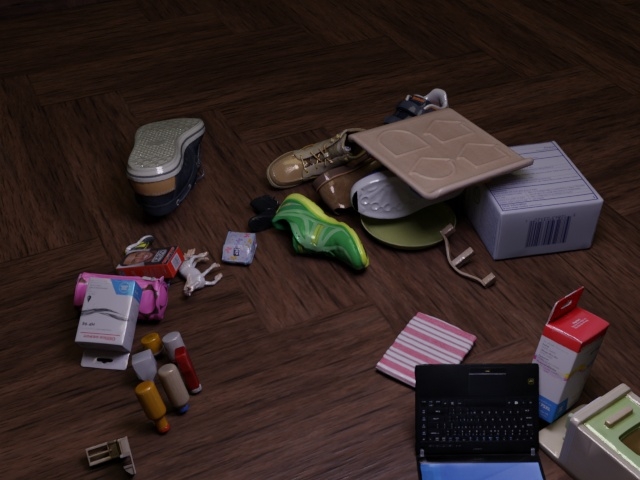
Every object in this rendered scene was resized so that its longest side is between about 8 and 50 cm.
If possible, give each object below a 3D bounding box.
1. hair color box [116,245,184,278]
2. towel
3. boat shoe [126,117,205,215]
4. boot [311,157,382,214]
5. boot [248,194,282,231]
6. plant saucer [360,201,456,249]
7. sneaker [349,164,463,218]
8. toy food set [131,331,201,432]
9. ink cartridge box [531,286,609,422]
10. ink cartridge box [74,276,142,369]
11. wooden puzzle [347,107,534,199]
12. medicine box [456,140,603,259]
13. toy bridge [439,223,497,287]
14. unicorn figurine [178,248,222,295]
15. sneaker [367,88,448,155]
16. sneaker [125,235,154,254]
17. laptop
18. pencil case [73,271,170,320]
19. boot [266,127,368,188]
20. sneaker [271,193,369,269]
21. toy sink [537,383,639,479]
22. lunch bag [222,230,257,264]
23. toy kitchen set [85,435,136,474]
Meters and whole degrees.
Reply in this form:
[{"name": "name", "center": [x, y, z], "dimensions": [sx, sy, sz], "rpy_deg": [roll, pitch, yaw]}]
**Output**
[{"name": "hair color box", "center": [-0.395, 0.055, 1.916], "dimensions": [0.141, 0.043, 0.072], "rpy_deg": [-7, 34, 22]}, {"name": "towel", "center": [0.224, 0.238, 1.730], "dimensions": [0.144, 0.029, 0.197], "rpy_deg": [23, 45, 26]}, {"name": "boat shoe", "center": [-0.410, -0.213, 2.213], "dimensions": [0.186, 0.156, 0.500], "rpy_deg": [-5, 26, 2]}, {"name": "boot", "center": [0.120, -0.152, 2.202], "dimensions": [0.305, 0.112, 0.115], "rpy_deg": [-25, 75, -35]}, {"name": "boot", "center": [-0.150, -0.073, 2.113], "dimensions": [0.121, 0.045, 0.099], "rpy_deg": [-15, 42, -29]}, {"name": "plant saucer", "center": [0.221, -0.046, 2.086], "dimensions": [0.240, 0.037, 0.241], "rpy_deg": [0, 37, 0]}, {"name": "sneaker", "center": [0.196, -0.175, 2.131], "dimensions": [0.322, 0.130, 0.236], "rpy_deg": [-13, 34, -14]}, {"name": "toy food set", "center": [-0.306, 0.273, 1.651], "dimensions": [0.111, 0.105, 0.232], "rpy_deg": [-21, 22, -5]}, {"name": "ink cartridge box", "center": [0.469, 0.216, 1.570], "dimensions": [0.078, 0.231, 0.134], "rpy_deg": [29, 29, 32]}, {"name": "ink cartridge box", "center": [-0.443, 0.172, 1.718], "dimensions": [0.104, 0.060, 0.180], "rpy_deg": [4, 66, 5]}, {"name": "wooden puzzle", "center": [0.286, -0.203, 2.006], "dimensions": [0.322, 0.081, 0.348], "rpy_deg": [-19, 39, -29]}, {"name": "medicine box", "center": [0.515, -0.107, 2.075], "dimensions": [0.263, 0.149, 0.289], "rpy_deg": [-7, 38, -9]}, {"name": "toy bridge", "center": [0.337, 0.042, 1.954], "dimensions": [0.063, 0.026, 0.188], "rpy_deg": [-40, 59, 6]}, {"name": "unicorn figurine", "center": [-0.289, 0.080, 1.913], "dimensions": [0.111, 0.060, 0.162], "rpy_deg": [-29, 31, -24]}, {"name": "sneaker", "center": [0.254, -0.347, 2.406], "dimensions": [0.126, 0.128, 0.321], "rpy_deg": [30, 48, 31]}, {"name": "sneaker", "center": [-0.435, 0.019, 2.009], "dimensions": [0.035, 0.031, 0.083], "rpy_deg": [39, 55, 22]}, {"name": "laptop", "center": [0.293, 0.362, 1.477], "dimensions": [0.234, 0.265, 0.136], "rpy_deg": [0, 1, -1]}, {"name": "pencil case", "center": [-0.442, 0.118, 1.820], "dimensions": [0.209, 0.098, 0.095], "rpy_deg": [3, 30, 4]}, {"name": "boot", "center": [0.001, -0.220, 2.187], "dimensions": [0.261, 0.095, 0.203], "rpy_deg": [-19, 1, -29]}, {"name": "sneaker", "center": [0.000, 0.000, 1.994], "dimensions": [0.295, 0.109, 0.123], "rpy_deg": [34, 72, 33]}, {"name": "toy sink", "center": [0.528, 0.362, 1.485], "dimensions": [0.152, 0.131, 0.234], "rpy_deg": [-22, 42, -27]}, {"name": "lunch bag", "center": [-0.195, 0.021, 1.987], "dimensions": [0.071, 0.053, 0.083], "rpy_deg": [5, 47, 9]}, {"name": "toy kitchen set", "center": [-0.379, 0.399, 1.489], "dimensions": [0.075, 0.083, 0.068], "rpy_deg": [-15, 82, -18]}]
